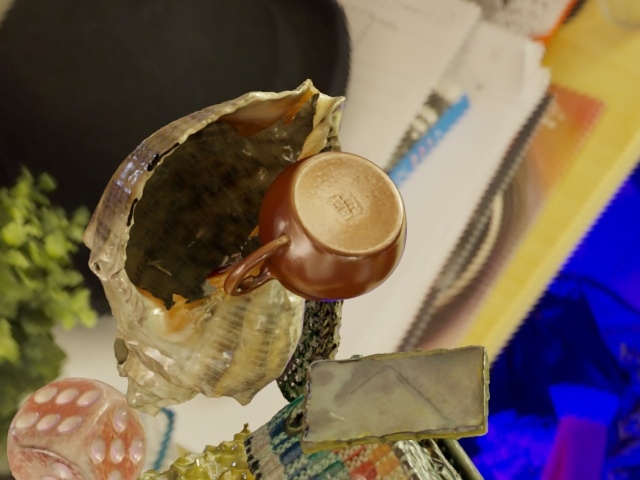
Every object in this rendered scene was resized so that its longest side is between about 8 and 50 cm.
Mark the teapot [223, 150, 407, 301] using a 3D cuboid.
[{"bbox_3d":[0.000,0.000,1.273,0.173,0.116,0.116,-26,53,-30],"label":"teapot"}]

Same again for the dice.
[{"bbox_3d":[-0.217,0.184,1.545,0.093,0.091,0.094,0,38,30],"label":"dice"}]

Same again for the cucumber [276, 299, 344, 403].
[{"bbox_3d":[-0.012,0.047,1.591,0.072,0.300,0.072,3,42,-2],"label":"cucumber"}]

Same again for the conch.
[{"bbox_3d":[-0.094,-0.002,1.363,0.159,0.210,0.291,22,87,58],"label":"conch"}]

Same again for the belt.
[{"bbox_3d":[0.060,0.222,1.358,0.150,0.207,0.257,-38,74,8],"label":"belt"}]

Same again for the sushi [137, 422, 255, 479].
[{"bbox_3d":[-0.050,0.400,1.773,0.240,0.351,0.396,-17,31,3],"label":"sushi"}]

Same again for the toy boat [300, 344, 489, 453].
[{"bbox_3d":[0.045,0.096,1.048,0.115,0.016,0.063,-6,50,14],"label":"toy boat"}]
